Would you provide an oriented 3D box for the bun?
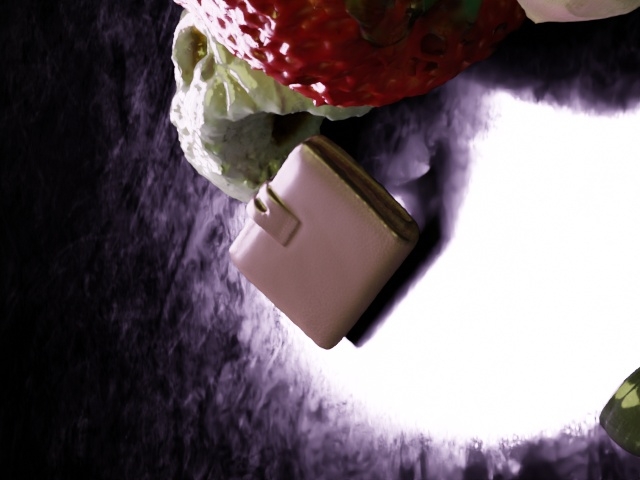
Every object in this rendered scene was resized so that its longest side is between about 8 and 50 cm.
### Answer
[{"bbox_3d":[-0.046,-0.122,1.410,0.204,0.126,0.212,48,132,54],"label":"bun"}]

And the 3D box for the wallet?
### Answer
[{"bbox_3d":[0.000,0.000,1.374,0.118,0.039,0.152,45,140,6],"label":"wallet"}]

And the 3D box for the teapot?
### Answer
[{"bbox_3d":[0.189,0.101,1.039,0.057,0.066,0.088,52,159,26],"label":"teapot"}]

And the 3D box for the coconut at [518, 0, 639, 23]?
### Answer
[{"bbox_3d":[0.147,-0.174,1.078,0.124,0.110,0.110,-63,38,36],"label":"coconut"}]

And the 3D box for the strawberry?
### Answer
[{"bbox_3d":[-0.006,-0.212,1.203,0.288,0.238,0.250,7,86,41],"label":"strawberry"}]
